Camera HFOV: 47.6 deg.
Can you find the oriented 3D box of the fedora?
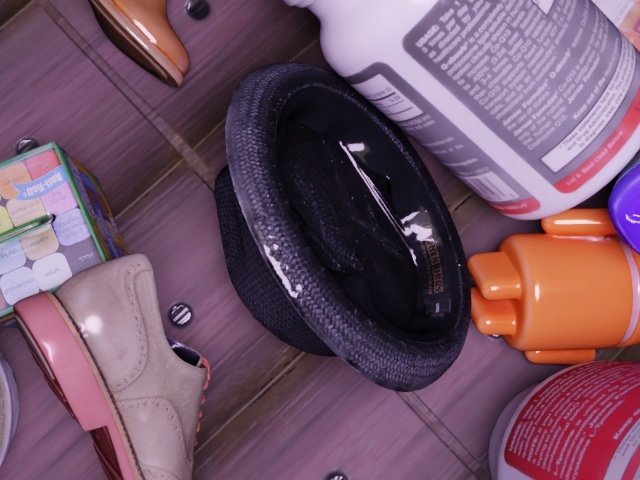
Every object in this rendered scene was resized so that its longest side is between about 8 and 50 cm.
[{"bbox_3d":[0.000,0.000,0.714,0.152,0.334,0.334,-30,85,37],"label":"fedora"}]

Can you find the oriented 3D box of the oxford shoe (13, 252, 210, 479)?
[{"bbox_3d":[-0.144,0.171,0.670,0.130,0.123,0.348,-33,128,-25],"label":"oxford shoe"}]

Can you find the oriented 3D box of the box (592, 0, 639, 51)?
[{"bbox_3d":[0.342,-0.264,0.833,0.130,0.091,0.170,-41,88,-8],"label":"box"}]

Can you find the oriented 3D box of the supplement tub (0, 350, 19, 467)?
[{"bbox_3d":[-0.403,0.160,0.601,0.236,0.325,0.235,1,83,-5],"label":"supplement tub"}]

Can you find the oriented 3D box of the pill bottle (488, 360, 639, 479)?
[{"bbox_3d":[0.287,0.219,0.610,0.229,0.407,0.229,1,84,-5],"label":"pill bottle"}]

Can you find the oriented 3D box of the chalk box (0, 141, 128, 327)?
[{"bbox_3d":[-0.273,-0.001,0.688,0.132,0.213,0.132,-23,85,-8],"label":"chalk box"}]

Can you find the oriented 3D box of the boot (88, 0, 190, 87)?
[{"bbox_3d":[-0.173,-0.328,0.804,0.220,0.109,0.283,-37,80,-12],"label":"boot"}]

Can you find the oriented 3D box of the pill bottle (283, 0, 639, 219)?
[{"bbox_3d":[0.132,-0.200,0.698,0.363,0.210,0.210,37,81,-20],"label":"pill bottle"}]

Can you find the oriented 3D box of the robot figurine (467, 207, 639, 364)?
[{"bbox_3d":[0.268,0.051,0.770,0.220,0.128,0.158,-1,78,-5],"label":"robot figurine"}]

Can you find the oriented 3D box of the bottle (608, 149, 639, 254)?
[{"bbox_3d":[0.362,-0.071,0.728,0.118,0.283,0.092,-36,90,33],"label":"bottle"}]
